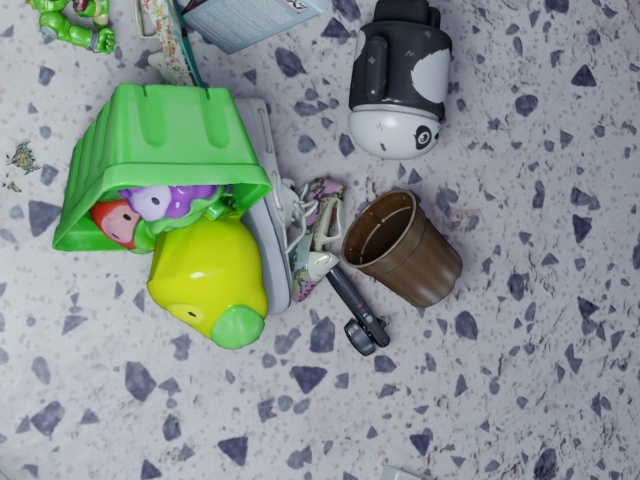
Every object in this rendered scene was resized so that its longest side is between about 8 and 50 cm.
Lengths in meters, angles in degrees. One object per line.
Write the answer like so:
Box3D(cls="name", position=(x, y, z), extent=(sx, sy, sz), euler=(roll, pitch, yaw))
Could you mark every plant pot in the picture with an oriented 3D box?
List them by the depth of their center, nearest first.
Box3D(cls="plant pot", position=(0.151, 0.025, 1.974), extent=(0.165, 0.167, 0.167), euler=(42, 73, -28))

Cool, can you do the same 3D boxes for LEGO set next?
Box3D(cls="LEGO set", position=(-0.467, -0.116, 1.745), extent=(0.054, 0.023, 0.083), euler=(40, 87, -18))

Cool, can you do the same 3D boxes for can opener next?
Box3D(cls="can opener", position=(0.062, 0.116, 1.977), extent=(0.073, 0.059, 0.186), euler=(-36, 105, -21))

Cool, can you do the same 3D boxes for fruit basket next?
Box3D(cls="fruit basket", position=(-0.223, -0.011, 1.669), extent=(0.282, 0.392, 0.392), euler=(-1, 90, -26))

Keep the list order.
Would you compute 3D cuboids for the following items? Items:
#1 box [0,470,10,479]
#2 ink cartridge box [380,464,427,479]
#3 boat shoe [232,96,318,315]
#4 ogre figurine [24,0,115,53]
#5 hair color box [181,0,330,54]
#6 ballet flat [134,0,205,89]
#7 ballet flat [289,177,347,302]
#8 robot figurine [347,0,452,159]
Box3D(cls="box", position=(-0.477, 0.445, 1.552), extent=(0.215, 0.345, 0.168), euler=(-43, 108, -20))
Box3D(cls="ink cartridge box", position=(0.163, 0.469, 2.028), extent=(0.122, 0.052, 0.089), euler=(25, 79, -22))
Box3D(cls="boat shoe", position=(-0.080, -0.066, 1.881), extent=(0.156, 0.136, 0.367), euler=(-15, 87, -28))
Box3D(cls="ogre figurine", position=(-0.391, -0.387, 1.740), extent=(0.118, 0.097, 0.197), euler=(-12, 109, -36))
Box3D(cls="hair color box", position=(-0.072, -0.419, 1.740), extent=(0.113, 0.374, 0.185), euler=(35, 75, -21))
Box3D(cls="ballet flat", position=(-0.252, -0.328, 1.827), extent=(0.077, 0.091, 0.241), euler=(-17, 94, 5))
Box3D(cls="ballet flat", position=(0.000, 0.000, 1.932), extent=(0.077, 0.079, 0.222), euler=(26, 74, -58))
Box3D(cls="robot figurine", position=(0.141, -0.278, 1.955), extent=(0.209, 0.173, 0.278), euler=(9, 85, -23))
